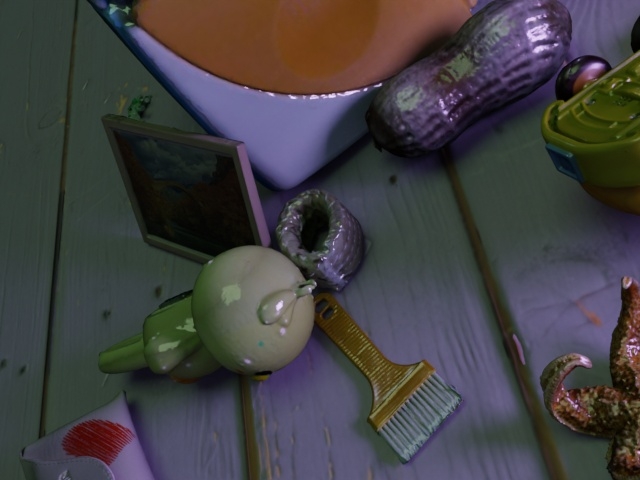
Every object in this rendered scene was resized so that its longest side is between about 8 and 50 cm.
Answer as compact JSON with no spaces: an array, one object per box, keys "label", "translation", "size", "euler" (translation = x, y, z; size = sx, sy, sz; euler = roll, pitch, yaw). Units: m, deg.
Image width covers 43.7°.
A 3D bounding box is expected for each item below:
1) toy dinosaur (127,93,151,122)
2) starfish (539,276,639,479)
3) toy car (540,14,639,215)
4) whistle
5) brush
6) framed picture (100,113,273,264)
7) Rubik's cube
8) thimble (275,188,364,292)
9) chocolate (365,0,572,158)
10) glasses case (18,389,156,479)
[{"label":"toy dinosaur","translation":[-0.288,-0.196,1.221],"size":[0.083,0.021,0.062],"euler":[-50,39,-12]},{"label":"starfish","translation":[0.264,0.122,0.594],"size":[0.146,0.074,0.190],"euler":[-42,46,2]},{"label":"toy car","translation":[0.320,-0.107,0.671],"size":[0.248,0.142,0.200],"euler":[-34,23,5]},{"label":"whistle","translation":[-0.114,0.105,0.846],"size":[0.294,0.141,0.141],"euler":[-37,43,33]},{"label":"brush","translation":[0.047,0.118,0.786],"size":[0.082,0.010,0.218],"euler":[-45,45,-1]},{"label":"framed picture","translation":[-0.153,-0.049,0.928],"size":[0.250,0.184,0.016],"euler":[17,42,39]},{"label":"Rubik's cube","translation":[-0.073,-0.317,0.937],"size":[0.352,0.347,0.351],"euler":[-44,46,0]},{"label":"thimble","translation":[0.000,0.000,0.864],"size":[0.084,0.062,0.110],"euler":[-26,48,19]},{"label":"chocolate","translation":[0.158,-0.175,0.854],"size":[0.248,0.110,0.110],"euler":[-37,46,6]},{"label":"glasses case","translation":[-0.214,0.275,0.796],"size":[0.128,0.083,0.308],"euler":[-43,46,1]}]
